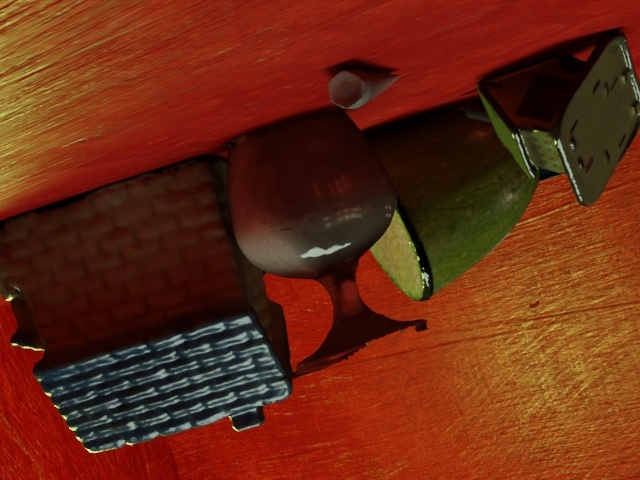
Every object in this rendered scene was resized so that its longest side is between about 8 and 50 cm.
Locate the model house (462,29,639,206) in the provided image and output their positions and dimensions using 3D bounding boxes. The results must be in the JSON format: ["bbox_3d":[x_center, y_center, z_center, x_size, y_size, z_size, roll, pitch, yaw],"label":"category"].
[{"bbox_3d":[0.303,-0.205,1.824,0.279,0.218,0.205,19,-114,35],"label":"model house"}]

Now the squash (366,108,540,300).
[{"bbox_3d":[0.229,-0.096,2.138,0.309,0.310,0.310,-28,-179,-13],"label":"squash"}]

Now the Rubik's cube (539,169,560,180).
[{"bbox_3d":[0.376,-0.182,2.499,0.163,0.162,0.160,-20,177,42],"label":"Rubik's cube"}]

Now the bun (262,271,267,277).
[{"bbox_3d":[-0.202,-0.008,2.198,0.239,0.141,0.239,1,-153,0],"label":"bun"}]

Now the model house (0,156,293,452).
[{"bbox_3d":[-0.248,0.119,1.883,0.395,0.400,0.445,-20,179,6],"label":"model house"}]

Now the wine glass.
[{"bbox_3d":[0.000,0.000,1.649,0.238,0.323,0.238,-19,176,-2],"label":"wine glass"}]

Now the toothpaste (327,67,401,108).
[{"bbox_3d":[0.046,-0.170,1.360,0.067,0.043,0.194,-19,-176,13],"label":"toothpaste"}]
